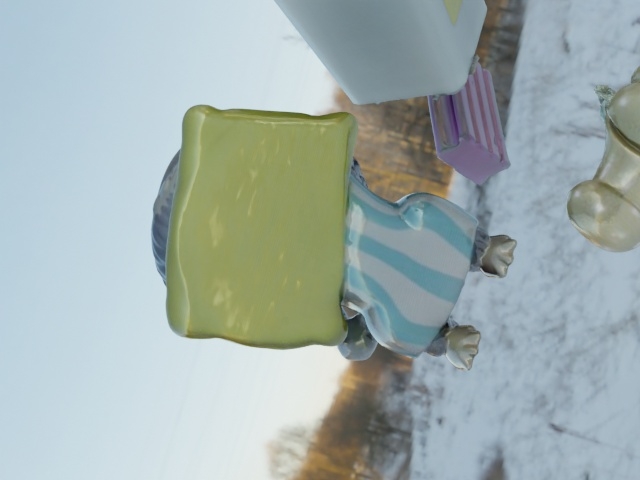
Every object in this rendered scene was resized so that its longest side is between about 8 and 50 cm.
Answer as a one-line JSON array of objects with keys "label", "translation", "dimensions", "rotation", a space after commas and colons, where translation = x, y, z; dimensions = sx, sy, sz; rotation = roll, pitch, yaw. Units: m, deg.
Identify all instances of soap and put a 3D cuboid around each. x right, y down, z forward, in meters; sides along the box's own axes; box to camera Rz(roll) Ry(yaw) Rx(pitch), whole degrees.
[{"label": "soap", "translation": [0.223, -0.199, 1.535], "dimensions": [0.065, 0.122, 0.203], "rotation": [-29, 48, 33]}]

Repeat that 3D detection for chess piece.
[{"label": "chess piece", "translation": [0.319, -0.114, 0.811], "dimensions": [0.307, 0.124, 0.139], "rotation": [-51, -44, -5]}]

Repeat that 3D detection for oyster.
[{"label": "oyster", "translation": [0.440, -0.175, 1.430], "dimensions": [0.037, 0.098, 0.100], "rotation": [-49, -32, -14]}]

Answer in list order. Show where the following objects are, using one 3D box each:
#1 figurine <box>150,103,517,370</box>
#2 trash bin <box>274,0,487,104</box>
[{"label": "figurine", "translation": [0.000, 0.000, 1.143], "dimensions": [0.378, 0.361, 0.266], "rotation": [-84, 15, -88]}, {"label": "trash bin", "translation": [0.038, -0.359, 1.245], "dimensions": [0.368, 0.296, 0.256], "rotation": [54, -137, -42]}]
